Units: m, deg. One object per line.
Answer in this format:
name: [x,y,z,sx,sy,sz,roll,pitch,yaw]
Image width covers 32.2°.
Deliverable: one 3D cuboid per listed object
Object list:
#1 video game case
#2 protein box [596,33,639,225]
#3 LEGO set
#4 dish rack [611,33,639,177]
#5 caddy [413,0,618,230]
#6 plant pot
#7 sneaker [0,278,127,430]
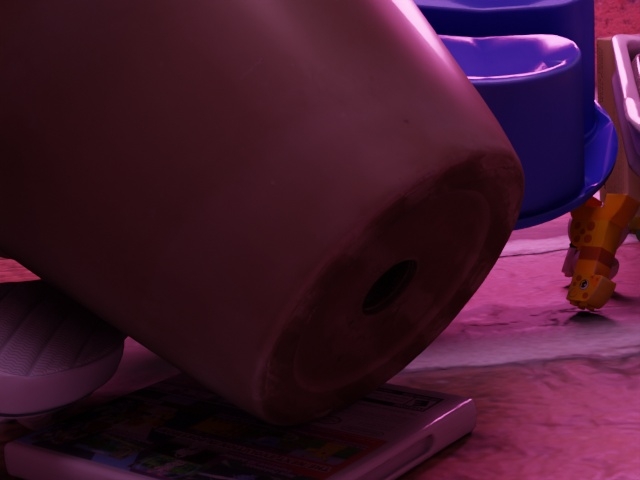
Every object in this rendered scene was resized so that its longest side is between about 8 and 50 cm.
video game case: [-0.044,0.112,0.630,0.201,0.023,0.183,5,14,38]
protein box: [0.388,-0.128,1.221,0.136,0.200,0.201,-3,10,6]
LEGO set: [0.249,0.018,0.865,0.087,0.093,0.227,25,-11,-31]
dish rack: [0.385,-0.075,0.971,0.285,0.072,0.333,18,28,3]
caddy: [0.077,-0.118,0.926,0.341,0.179,0.241,8,42,14]
plant pot: [-0.048,-0.060,0.627,0.323,0.323,0.280,-16,50,-45]
sneaker: [-0.169,0.077,0.685,0.094,0.091,0.258,25,8,2]
